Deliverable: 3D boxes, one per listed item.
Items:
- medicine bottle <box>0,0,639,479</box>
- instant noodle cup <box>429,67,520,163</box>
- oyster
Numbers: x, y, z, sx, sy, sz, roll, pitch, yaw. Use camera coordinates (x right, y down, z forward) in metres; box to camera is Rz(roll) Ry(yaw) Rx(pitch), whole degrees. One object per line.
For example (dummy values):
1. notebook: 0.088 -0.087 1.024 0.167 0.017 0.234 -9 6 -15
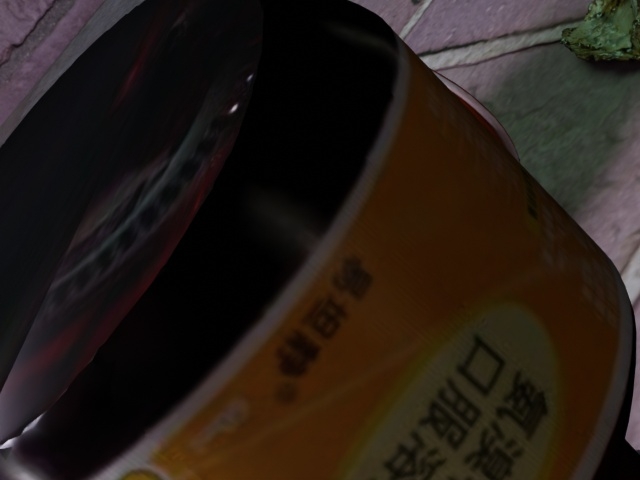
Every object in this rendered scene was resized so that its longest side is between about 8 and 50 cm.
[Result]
1. medicine bottle: 0.046 0.095 0.568 0.242 0.395 0.242 -41 26 24
2. instant noodle cup: 0.000 0.000 1.042 0.250 0.250 0.192 -15 48 53
3. oyster: 0.232 -0.163 1.151 0.086 0.029 0.132 -40 25 32
